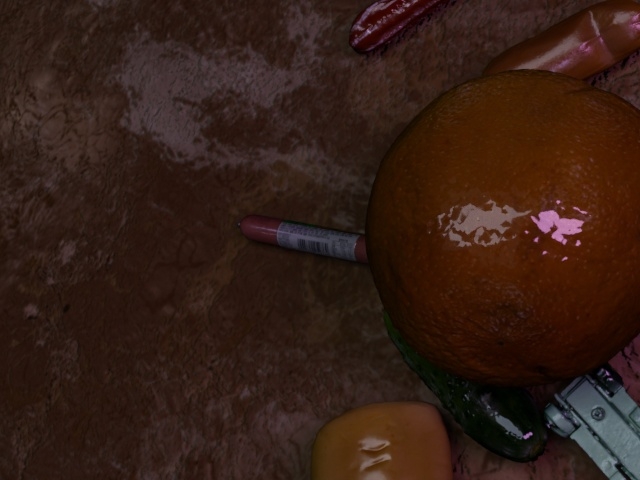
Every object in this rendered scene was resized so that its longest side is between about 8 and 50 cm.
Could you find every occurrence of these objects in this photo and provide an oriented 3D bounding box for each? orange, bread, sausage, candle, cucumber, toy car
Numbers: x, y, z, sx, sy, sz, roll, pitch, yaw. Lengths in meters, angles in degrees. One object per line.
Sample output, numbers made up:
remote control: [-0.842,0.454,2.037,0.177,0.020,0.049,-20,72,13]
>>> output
orange: [0.165,-0.015,1.009,0.264,0.264,0.264,-13,65,30]
bread: [0.055,0.286,1.066,0.142,0.091,0.305,-16,64,23]
sausage: [0.000,0.000,1.250,0.223,0.029,0.029,11,79,37]
candle: [0.159,-0.288,1.240,0.329,0.051,0.048,-33,54,20]
cucumber: [0.121,0.115,1.103,0.069,0.069,0.227,-51,49,8]
sausage: [0.225,-0.171,1.149,0.183,0.054,0.062,-29,90,20]
toy car: [0.248,0.164,1.001,0.073,0.054,0.143,-47,54,8]
